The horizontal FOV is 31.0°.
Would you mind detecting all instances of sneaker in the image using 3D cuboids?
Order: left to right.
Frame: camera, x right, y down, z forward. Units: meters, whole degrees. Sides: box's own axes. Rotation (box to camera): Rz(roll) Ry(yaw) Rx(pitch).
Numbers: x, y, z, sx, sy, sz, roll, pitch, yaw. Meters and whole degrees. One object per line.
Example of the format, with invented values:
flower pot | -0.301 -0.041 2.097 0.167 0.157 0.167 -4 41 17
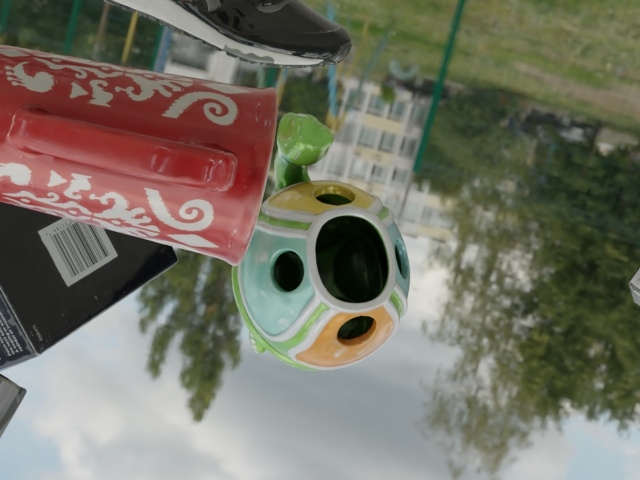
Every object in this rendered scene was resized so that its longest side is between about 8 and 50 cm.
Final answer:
sneaker | -0.095 -0.263 1.142 0.283 0.124 0.107 23 -154 13

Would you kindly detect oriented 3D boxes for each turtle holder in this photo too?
turtle holder | 0.016 0.011 1.554 0.243 0.320 0.227 19 165 -12

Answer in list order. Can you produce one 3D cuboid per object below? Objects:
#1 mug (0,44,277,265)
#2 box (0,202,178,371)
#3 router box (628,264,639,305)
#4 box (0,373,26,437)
mug | -0.117 -0.064 0.687 0.169 0.113 0.150 12 156 -10
box | -0.390 0.048 1.426 0.294 0.182 0.296 -21 -171 33
router box | 0.248 -0.030 0.669 0.046 0.179 0.133 35 -176 17
box | -0.415 0.164 0.951 0.307 0.242 0.076 22 168 36
